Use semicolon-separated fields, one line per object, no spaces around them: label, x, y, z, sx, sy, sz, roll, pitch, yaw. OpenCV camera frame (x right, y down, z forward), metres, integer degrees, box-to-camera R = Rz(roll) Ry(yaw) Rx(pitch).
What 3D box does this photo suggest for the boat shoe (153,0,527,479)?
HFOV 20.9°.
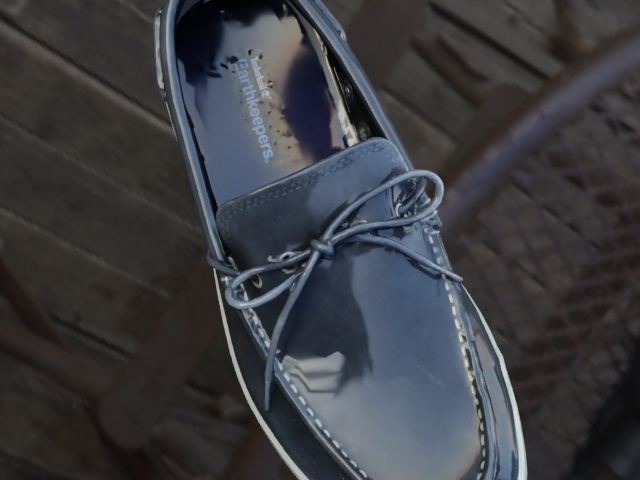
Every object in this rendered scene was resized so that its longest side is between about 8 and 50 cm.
boat shoe;0.000;0.000;1.264;0.187;0.500;0.156;-22;163;-2
